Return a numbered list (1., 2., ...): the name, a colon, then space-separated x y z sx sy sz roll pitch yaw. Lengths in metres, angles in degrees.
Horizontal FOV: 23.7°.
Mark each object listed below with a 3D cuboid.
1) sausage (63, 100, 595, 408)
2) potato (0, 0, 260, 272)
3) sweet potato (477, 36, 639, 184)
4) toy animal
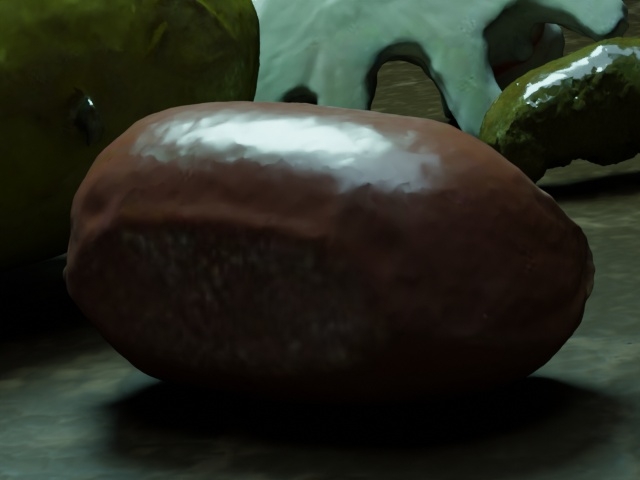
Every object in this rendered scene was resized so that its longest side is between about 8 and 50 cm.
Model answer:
1. sausage: -0.009 0.005 0.696 0.254 0.148 0.148 3 17 31
2. potato: -0.237 -0.128 0.972 0.397 0.290 0.296 23 36 36
3. sweet potato: 0.235 -0.087 1.041 0.310 0.098 0.124 3 47 24
4. toy animal: 0.060 -0.152 1.303 0.308 0.266 0.188 -49 -2 3
